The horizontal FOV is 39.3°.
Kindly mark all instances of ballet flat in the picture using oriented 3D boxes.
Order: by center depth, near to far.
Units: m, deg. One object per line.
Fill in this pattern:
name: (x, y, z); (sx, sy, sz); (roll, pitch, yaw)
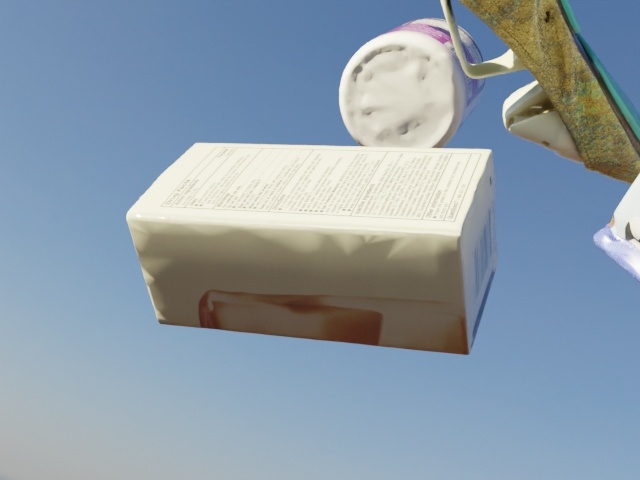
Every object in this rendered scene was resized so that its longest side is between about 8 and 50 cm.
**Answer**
ballet flat: (0.192, -0.156, 0.790); (0.123, 0.123, 0.348); (-1, -40, 47)

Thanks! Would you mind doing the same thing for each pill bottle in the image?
pill bottle: (0.143, -0.224, 1.269); (0.169, 0.169, 0.301); (18, 23, 12)

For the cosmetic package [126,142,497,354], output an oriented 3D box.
cosmetic package: (0.000, 0.000, 0.809); (0.296, 0.153, 0.129); (5, -56, 21)

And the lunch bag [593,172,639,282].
lunch bag: (0.441, -0.062, 0.616); (0.385, 0.328, 0.239); (8, 31, -27)
